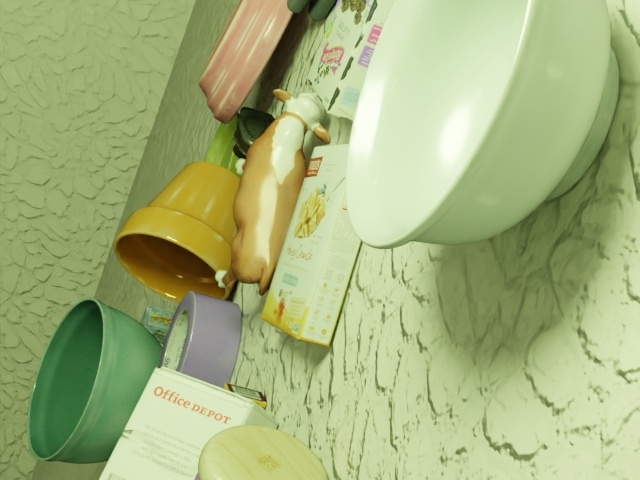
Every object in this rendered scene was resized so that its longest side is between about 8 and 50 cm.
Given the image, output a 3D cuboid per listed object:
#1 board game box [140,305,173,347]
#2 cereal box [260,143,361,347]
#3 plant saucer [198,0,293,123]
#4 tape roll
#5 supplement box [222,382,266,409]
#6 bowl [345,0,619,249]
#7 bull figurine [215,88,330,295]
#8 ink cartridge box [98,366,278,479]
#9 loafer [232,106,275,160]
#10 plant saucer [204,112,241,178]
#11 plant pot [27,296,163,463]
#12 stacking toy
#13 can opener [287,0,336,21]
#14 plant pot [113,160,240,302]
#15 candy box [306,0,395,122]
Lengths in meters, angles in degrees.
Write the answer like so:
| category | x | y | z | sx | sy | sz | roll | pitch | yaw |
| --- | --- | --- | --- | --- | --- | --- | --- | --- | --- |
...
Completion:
| category | x | y | z | sx | sy | sz | roll | pitch | yaw |
| --- | --- | --- | --- | --- | --- | --- | --- | --- | --- |
| board game box | -0.342 | 0.236 | 2.022 | 0.194 | 0.060 | 0.194 | -165 | 91 | -72 |
| cereal box | 0.000 | 0.000 | 1.249 | 0.173 | 0.047 | 0.240 | -170 | 97 | -72 |
| plant saucer | -0.125 | -0.370 | 1.795 | 0.332 | 0.084 | 0.332 | -57 | 14 | 22 |
| tape roll | -0.196 | 0.181 | 1.611 | 0.189 | 0.080 | 0.189 | -162 | 90 | -72 |
| supplement box | -0.113 | 0.240 | 1.354 | 0.043 | 0.055 | 0.083 | -136 | 64 | -70 |
| bowl | 0.141 | -0.117 | 0.806 | 0.298 | 0.134 | 0.297 | -164 | 90 | -72 |
| bull figurine | -0.072 | -0.067 | 1.442 | 0.188 | 0.101 | 0.310 | 142 | 143 | -67 |
| ink cartridge box | -0.173 | 0.284 | 1.245 | 0.159 | 0.092 | 0.217 | 16 | 72 | 30 |
| loafer | -0.105 | -0.162 | 1.675 | 0.220 | 0.080 | 0.078 | -100 | 27 | -73 |
| plant saucer | -0.187 | -0.131 | 1.935 | 0.241 | 0.037 | 0.241 | -162 | 90 | -72 |
| plant pot | -0.372 | 0.269 | 1.816 | 0.293 | 0.196 | 0.293 | -34 | 45 | 43 |
| stacking toy | -0.106 | 0.366 | 1.115 | 0.141 | 0.141 | 0.330 | -104 | 31 | -58 |
| can opener | 0.025 | -0.409 | 1.501 | 0.283 | 0.076 | 0.095 | 134 | 149 | -56 |
| plant pot | -0.211 | -0.022 | 1.685 | 0.205 | 0.205 | 0.188 | -43 | 20 | 57 |
| candy box | 0.061 | -0.259 | 1.268 | 0.165 | 0.070 | 0.196 | -114 | 45 | -64 |
